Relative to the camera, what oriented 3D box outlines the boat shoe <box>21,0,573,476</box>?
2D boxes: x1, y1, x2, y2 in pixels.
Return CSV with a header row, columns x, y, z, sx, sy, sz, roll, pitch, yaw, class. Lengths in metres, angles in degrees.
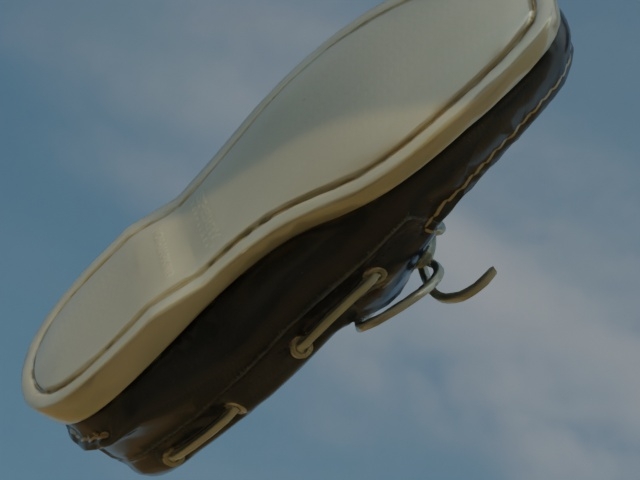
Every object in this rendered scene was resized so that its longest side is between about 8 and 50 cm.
x,y,z,sx,sy,sz,roll,pitch,yaw,class
0.000,0.000,0.691,0.254,0.095,0.079,-42,-57,11,boat shoe
